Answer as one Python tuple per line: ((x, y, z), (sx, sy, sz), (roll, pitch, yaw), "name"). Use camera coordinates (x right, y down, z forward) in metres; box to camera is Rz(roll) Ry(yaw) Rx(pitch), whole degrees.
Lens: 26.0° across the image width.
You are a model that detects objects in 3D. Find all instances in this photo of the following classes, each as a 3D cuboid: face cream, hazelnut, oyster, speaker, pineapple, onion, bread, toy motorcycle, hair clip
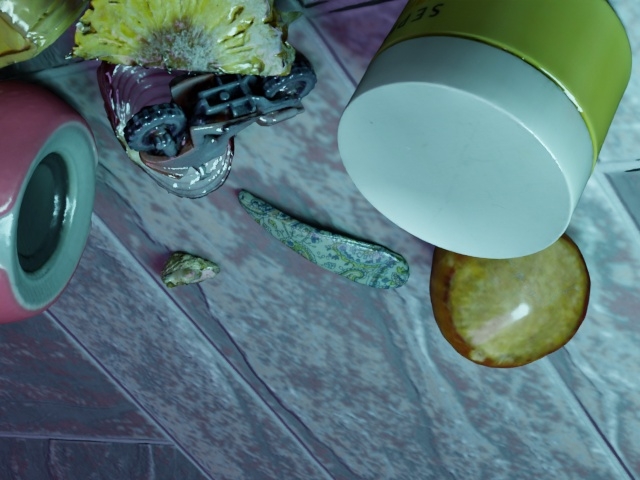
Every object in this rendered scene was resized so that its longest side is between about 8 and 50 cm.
((0.148, -0.121, 1.235), (0.218, 0.179, 0.218), (20, 147, 14), "face cream")
((0.191, 0.055, 1.463), (0.182, 0.182, 0.182), (20, 147, 14), "hazelnut")
((-0.174, 0.038, 1.857), (0.083, 0.038, 0.081), (-3, 154, 2), "oyster")
((-0.388, -0.053, 1.641), (0.294, 0.294, 0.294), (20, 147, 14), "speaker")
((-0.133, -0.232, 1.354), (0.233, 0.079, 0.135), (3, 104, 8), "pineapple")
((-0.163, -0.148, 1.521), (0.098, 0.151, 0.206), (45, 160, 52), "onion")
((-0.385, -0.263, 1.506), (0.288, 0.119, 0.152), (-6, 137, 44), "bread")
((-0.106, -0.126, 1.432), (0.084, 0.212, 0.118), (62, 158, 21), "toy motorcycle")
((-0.001, 0.002, 1.656), (0.229, 0.036, 0.066), (26, 141, 5), "hair clip")
